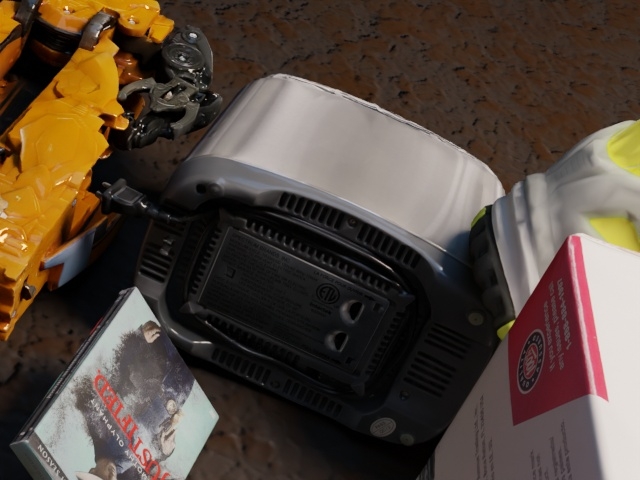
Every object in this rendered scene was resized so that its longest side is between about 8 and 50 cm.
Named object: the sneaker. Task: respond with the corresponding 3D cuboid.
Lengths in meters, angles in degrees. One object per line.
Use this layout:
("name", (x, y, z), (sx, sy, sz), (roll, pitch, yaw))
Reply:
("sneaker", (0.251, 0.082, 0.708), (0.385, 0.147, 0.145), (36, 31, -24))

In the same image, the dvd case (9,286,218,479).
("dvd case", (-0.092, 0.089, 0.662), (0.087, 0.013, 0.119), (61, 32, -21))

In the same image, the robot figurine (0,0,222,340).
("robot figurine", (-0.180, -0.071, 0.802), (0.211, 0.085, 0.291), (24, 37, 2))

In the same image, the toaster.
("toaster", (0.000, 0.000, 0.772), (0.227, 0.129, 0.146), (24, 33, 0))

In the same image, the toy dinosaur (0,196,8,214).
("toy dinosaur", (-0.181, 0.076, 0.625), (0.064, 0.112, 0.211), (10, 75, -50))

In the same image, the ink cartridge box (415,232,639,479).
("ink cartridge box", (0.094, 0.146, 0.545), (0.100, 0.237, 0.172), (17, 37, -11))
